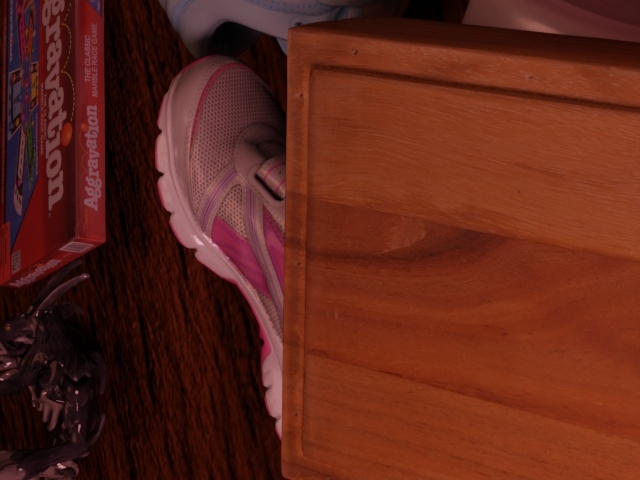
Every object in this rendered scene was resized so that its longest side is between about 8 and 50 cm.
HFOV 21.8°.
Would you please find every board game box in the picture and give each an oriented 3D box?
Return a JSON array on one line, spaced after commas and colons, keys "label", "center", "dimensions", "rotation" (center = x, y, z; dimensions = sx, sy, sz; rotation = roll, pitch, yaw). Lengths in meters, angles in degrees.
[{"label": "board game box", "center": [-0.209, -0.116, 1.285], "dimensions": [0.145, 0.027, 0.281], "rotation": [-25, 62, 52]}]

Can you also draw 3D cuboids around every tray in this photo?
[{"label": "tray", "center": [0.162, 0.037, 0.615], "dimensions": [0.411, 0.076, 0.203], "rotation": [12, 107, 38]}]

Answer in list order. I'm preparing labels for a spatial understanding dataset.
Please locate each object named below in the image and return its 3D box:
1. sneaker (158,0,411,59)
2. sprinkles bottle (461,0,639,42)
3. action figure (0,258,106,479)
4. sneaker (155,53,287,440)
[{"label": "sneaker", "center": [0.027, -0.171, 0.908], "dimensions": [0.366, 0.135, 0.150], "rotation": [-2, 109, 57]}, {"label": "sprinkles bottle", "center": [0.086, 0.048, 0.809], "dimensions": [0.121, 0.121, 0.355], "rotation": [43, 126, 46]}, {"label": "action figure", "center": [-0.236, 0.153, 1.270], "dimensions": [0.164, 0.141, 0.276], "rotation": [-151, 63, -64]}, {"label": "sneaker", "center": [0.000, 0.000, 0.942], "dimensions": [0.111, 0.103, 0.252], "rotation": [-31, 86, 42]}]
